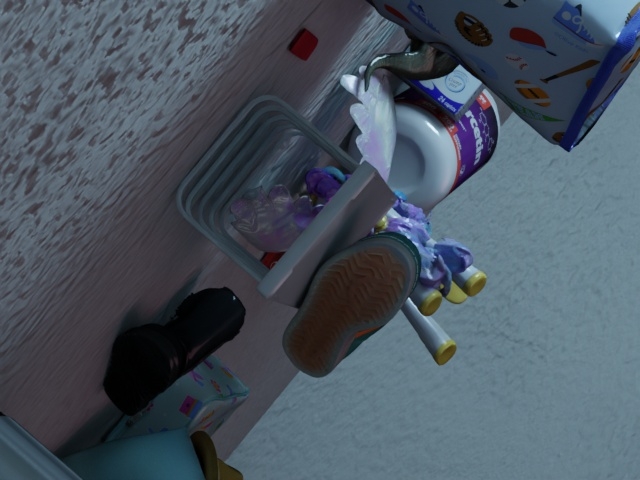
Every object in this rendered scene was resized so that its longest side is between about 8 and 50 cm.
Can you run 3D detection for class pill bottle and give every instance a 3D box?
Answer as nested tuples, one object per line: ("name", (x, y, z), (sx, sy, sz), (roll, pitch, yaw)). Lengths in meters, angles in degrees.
("pill bottle", (0.183, -0.168, 2.425), (0.181, 0.181, 0.323), (-56, 170, 30))

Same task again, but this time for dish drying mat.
("dish drying mat", (-0.019, -0.229, 1.729), (0.032, 0.008, 0.083), (-53, 170, 6))

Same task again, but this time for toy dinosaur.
("toy dinosaur", (0.181, -0.292, 2.065), (0.313, 0.121, 0.160), (-57, 157, -22))

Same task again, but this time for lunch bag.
("lunch bag", (0.224, -0.289, 1.684), (0.239, 0.328, 0.385), (-50, 170, -18))
("lunch bag", (-0.242, 0.295, 2.415), (0.224, 0.108, 0.279), (-46, 170, 8))

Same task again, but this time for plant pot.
("plant pot", (-0.302, 0.392, 2.152), (0.234, 0.165, 0.165), (0, 140, -32))

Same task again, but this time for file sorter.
("file sorter", (-0.043, -0.047, 1.814), (0.193, 0.173, 0.278), (-50, 171, 1))

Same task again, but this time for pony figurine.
("pony figurine", (0.064, -0.023, 2.109), (0.303, 0.363, 0.351), (-42, 154, -10))

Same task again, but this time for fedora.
("fedora", (-0.170, 0.384, 2.262), (0.194, 0.079, 0.194), (-170, -90, -67))

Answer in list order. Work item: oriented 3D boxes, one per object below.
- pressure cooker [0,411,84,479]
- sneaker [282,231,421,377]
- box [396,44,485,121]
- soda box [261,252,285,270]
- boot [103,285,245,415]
("pressure cooker", (-0.324, 0.429, 1.537), (0.375, 0.420, 0.370), (-45, 168, -39))
("sneaker", (0.053, 0.059, 1.850), (0.121, 0.108, 0.302), (-43, 177, -37))
("box", (0.201, -0.275, 2.267), (0.137, 0.126, 0.072), (-52, 169, 1))
("soda box", (0.000, 0.000, 2.508), (0.092, 0.083, 0.263), (-57, 170, 26))
("boot", (-0.188, 0.128, 2.038), (0.207, 0.094, 0.246), (-42, 174, -30))
